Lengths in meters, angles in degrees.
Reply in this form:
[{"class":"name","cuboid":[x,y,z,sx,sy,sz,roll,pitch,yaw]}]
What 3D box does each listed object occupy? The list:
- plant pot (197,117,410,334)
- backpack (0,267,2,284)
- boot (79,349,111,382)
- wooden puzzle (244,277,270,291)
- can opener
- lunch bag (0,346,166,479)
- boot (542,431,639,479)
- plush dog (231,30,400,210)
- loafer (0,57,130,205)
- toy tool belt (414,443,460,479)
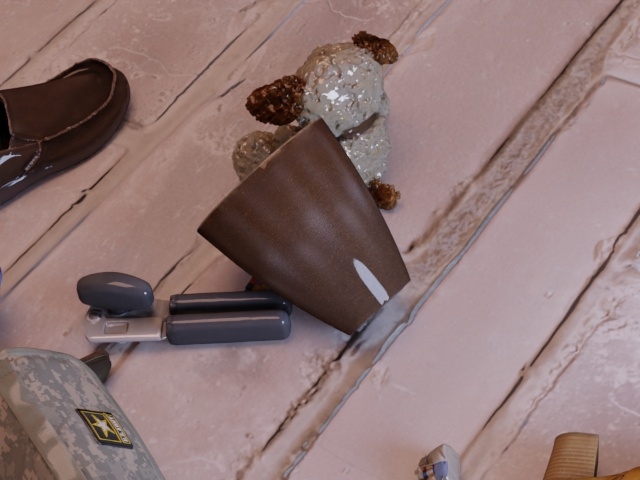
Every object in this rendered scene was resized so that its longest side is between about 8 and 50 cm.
[{"class":"plant pot","cuboid":[0.000,0.000,2.012,0.230,0.215,0.215,47,63,2]},{"class":"backpack","cuboid":[-0.498,0.088,2.081,0.173,0.117,0.158,2,47,12]},{"class":"boot","cuboid":[-0.313,0.232,1.961,0.106,0.082,0.219,40,57,12]},{"class":"wooden puzzle","cuboid":[-0.073,0.061,2.112,0.049,0.006,0.083,15,51,23]},{"class":"can opener","cuboid":[-0.177,0.093,2.049,0.280,0.093,0.074,1,46,4]},{"class":"lunch bag","cuboid":[-0.270,0.263,1.726,0.169,0.287,0.235,-29,62,-16]},{"class":"boot","cuboid":[0.375,0.320,1.735,0.295,0.104,0.211,1,52,18]},{"class":"plush dog","cuboid":[0.020,-0.167,2.162,0.262,0.225,0.210,-33,50,-21]},{"class":"loafer","cuboid":[-0.427,-0.163,2.301,0.134,0.130,0.366,30,58,32]},{"class":"toy tool belt","cuboid":[0.134,0.280,1.846,0.051,0.052,0.083,-27,35,28]}]
